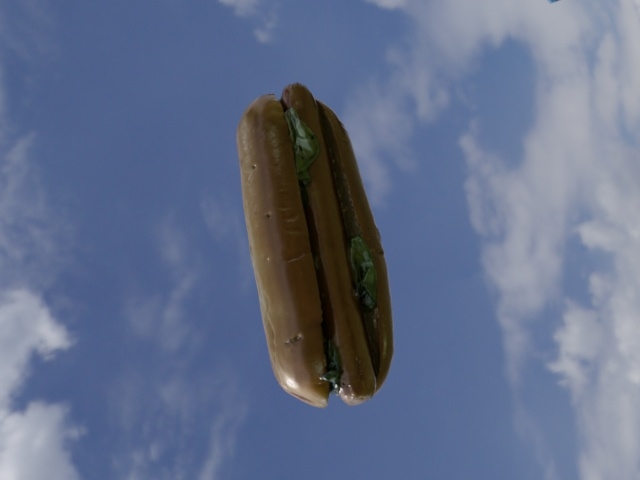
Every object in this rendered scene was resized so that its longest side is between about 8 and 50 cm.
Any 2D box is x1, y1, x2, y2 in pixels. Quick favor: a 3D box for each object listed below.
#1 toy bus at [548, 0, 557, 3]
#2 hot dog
[{"bbox_3d":[0.377,-0.386,1.258,0.131,0.297,0.106,60,-165,-16],"label":"toy bus"},{"bbox_3d":[0.000,0.000,0.803,0.100,0.068,0.249,-2,-110,-27],"label":"hot dog"}]
